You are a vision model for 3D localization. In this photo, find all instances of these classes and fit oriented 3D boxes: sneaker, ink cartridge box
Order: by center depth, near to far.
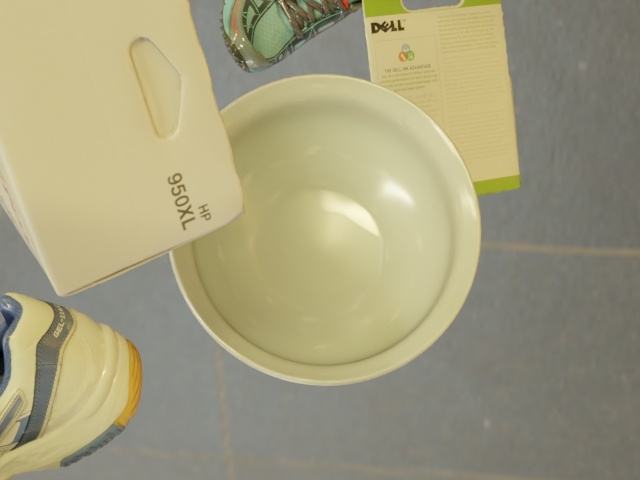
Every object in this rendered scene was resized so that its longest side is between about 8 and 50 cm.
[{"bbox_3d":[-0.270,0.134,1.359,0.296,0.112,0.131,-38,131,18],"label":"sneaker"},{"bbox_3d":[-0.233,-0.183,1.496,0.166,0.395,0.285,-26,127,-13],"label":"ink cartridge box"},{"bbox_3d":[0.106,-0.170,2.069,0.189,0.255,0.097,-10,-173,-31],"label":"ink cartridge box"},{"bbox_3d":[-0.008,-0.285,2.156,0.125,0.262,0.104,-9,120,48],"label":"sneaker"}]

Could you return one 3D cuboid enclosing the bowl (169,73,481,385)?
[{"bbox_3d":[0.000,0.000,1.851,0.298,0.297,0.134,12,167,-1],"label":"bowl"}]
